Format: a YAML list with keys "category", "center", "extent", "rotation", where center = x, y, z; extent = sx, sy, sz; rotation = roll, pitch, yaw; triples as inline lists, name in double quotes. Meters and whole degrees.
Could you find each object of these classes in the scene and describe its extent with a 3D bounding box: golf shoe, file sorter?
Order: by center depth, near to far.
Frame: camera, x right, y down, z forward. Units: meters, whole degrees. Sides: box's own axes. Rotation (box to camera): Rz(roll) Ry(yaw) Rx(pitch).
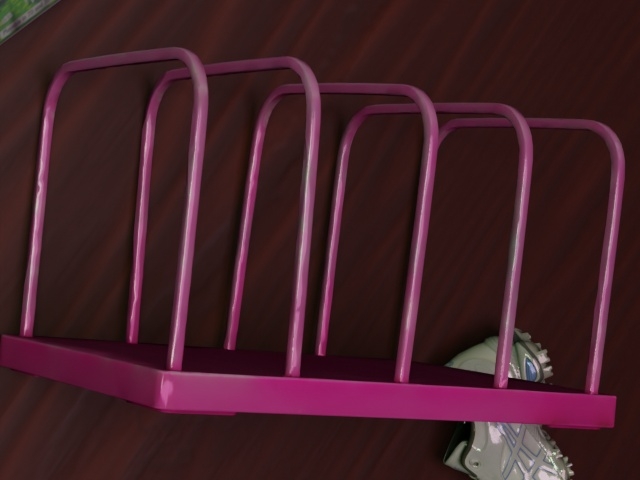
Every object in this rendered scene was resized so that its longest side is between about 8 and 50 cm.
- category: "file sorter"
  center: [0.000, 0.000, 0.894]
  extent: [0.290, 0.202, 0.182]
  rotation: [7, 89, -33]
- category: "golf shoe"
  center: [0.126, 0.149, 1.083]
  extent: [0.086, 0.069, 0.176]
  rotation: [-19, 104, -9]

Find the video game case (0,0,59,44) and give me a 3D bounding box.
- category: "video game case"
  center: [-0.139, -0.197, 0.811]
  extent: [0.212, 0.023, 0.193]
  rotation: [-41, 158, -22]
